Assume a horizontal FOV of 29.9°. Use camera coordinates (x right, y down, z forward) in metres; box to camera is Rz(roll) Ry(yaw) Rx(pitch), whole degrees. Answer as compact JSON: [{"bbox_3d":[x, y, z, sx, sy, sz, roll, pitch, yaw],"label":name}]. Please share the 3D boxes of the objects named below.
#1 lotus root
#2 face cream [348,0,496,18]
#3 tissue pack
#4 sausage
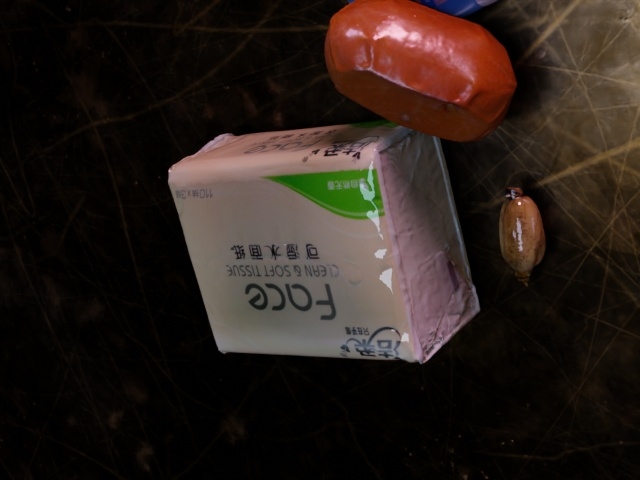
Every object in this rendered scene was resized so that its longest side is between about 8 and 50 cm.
[{"bbox_3d":[0.284,-0.003,1.676,0.072,0.063,0.152,-132,31,-66],"label":"lotus root"},{"bbox_3d":[0.157,-0.364,1.616,0.264,0.083,0.149,-4,118,39],"label":"face cream"},{"bbox_3d":[0.000,0.000,1.809,0.405,0.205,0.331,-1,111,40],"label":"tissue pack"},{"bbox_3d":[0.130,-0.231,1.609,0.268,0.141,0.153,23,153,3],"label":"sausage"}]
